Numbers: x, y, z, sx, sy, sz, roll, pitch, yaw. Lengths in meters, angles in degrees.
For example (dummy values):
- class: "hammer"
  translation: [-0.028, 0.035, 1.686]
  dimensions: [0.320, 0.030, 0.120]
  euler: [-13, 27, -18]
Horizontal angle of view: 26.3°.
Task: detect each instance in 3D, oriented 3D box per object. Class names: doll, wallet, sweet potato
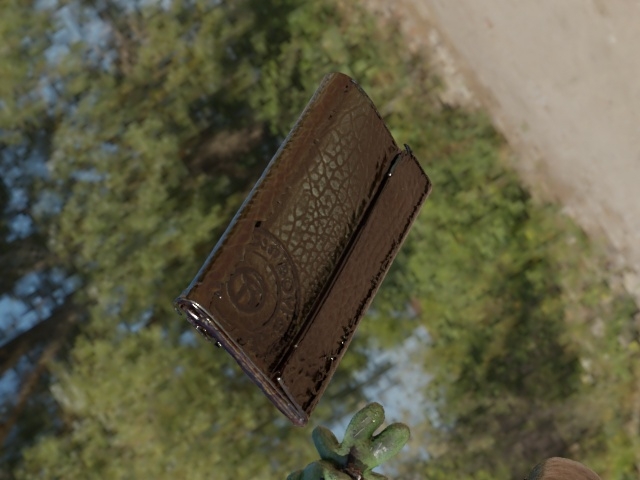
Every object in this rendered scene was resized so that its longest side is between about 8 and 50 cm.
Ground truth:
- class: "doll"
  translation: [0.035, 0.260, 1.607]
  dimensions: [0.115, 0.150, 0.077]
  euler: [38, 176, 4]
- class: "wallet"
  translation: [0.000, 0.000, 0.989]
  dimensions: [0.133, 0.039, 0.243]
  euler: [50, -129, -24]
- class: "sweet potato"
  translation: [0.220, 0.257, 1.224]
  dimensions: [0.286, 0.085, 0.112]
  euler: [-19, -90, -77]
